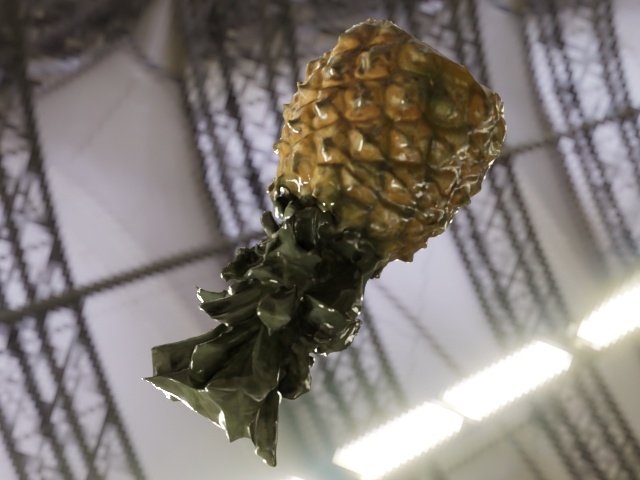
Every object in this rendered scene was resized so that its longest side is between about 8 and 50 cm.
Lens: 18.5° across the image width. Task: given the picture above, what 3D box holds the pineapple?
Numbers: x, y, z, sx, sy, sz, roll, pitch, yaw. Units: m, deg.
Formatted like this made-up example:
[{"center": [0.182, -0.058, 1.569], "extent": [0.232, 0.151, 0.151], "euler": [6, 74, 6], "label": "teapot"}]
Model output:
[{"center": [0.000, 0.000, 1.103], "extent": [0.128, 0.248, 0.128], "euler": [32, 169, 7], "label": "pineapple"}]
